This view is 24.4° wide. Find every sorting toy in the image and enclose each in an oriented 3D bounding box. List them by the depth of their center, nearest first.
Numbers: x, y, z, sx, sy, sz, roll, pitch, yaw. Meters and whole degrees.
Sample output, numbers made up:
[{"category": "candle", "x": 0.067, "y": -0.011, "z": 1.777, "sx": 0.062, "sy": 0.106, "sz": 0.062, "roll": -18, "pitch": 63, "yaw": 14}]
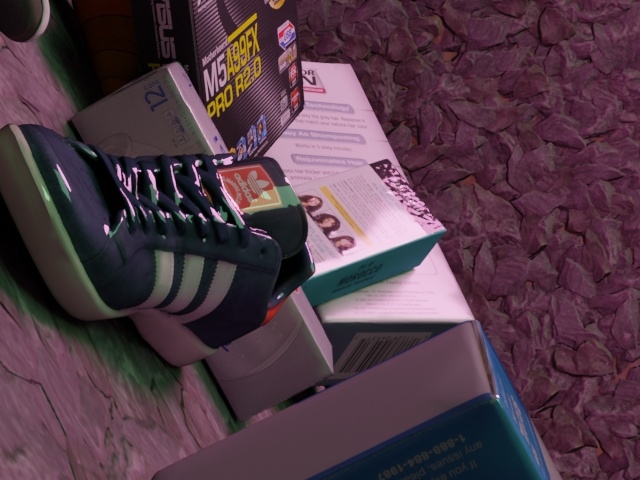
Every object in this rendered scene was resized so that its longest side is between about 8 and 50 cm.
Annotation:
[{"category": "sorting toy", "x": -0.217, "y": -0.224, "z": 1.247, "sx": 0.365, "sy": 0.127, "sz": 0.126, "roll": 47, "pitch": 44, "yaw": -66}]

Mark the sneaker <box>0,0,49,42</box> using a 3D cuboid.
[{"category": "sneaker", "x": -0.249, "y": -0.200, "z": 1.022, "sx": 0.158, "sy": 0.061, "sz": 0.065, "roll": 60, "pitch": 33, "yaw": -19}]

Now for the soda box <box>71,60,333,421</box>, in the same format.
[{"category": "soda box", "x": -0.093, "y": -0.001, "z": 1.224, "sx": 0.286, "sy": 0.091, "sz": 0.098, "roll": 62, "pitch": 5, "yaw": -9}]

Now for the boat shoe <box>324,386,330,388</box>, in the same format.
[{"category": "boat shoe", "x": -0.011, "y": 0.060, "z": 1.672, "sx": 0.110, "sy": 0.122, "sz": 0.341, "roll": 16, "pitch": 29, "yaw": -27}]

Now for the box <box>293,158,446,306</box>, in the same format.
[{"category": "box", "x": 0.000, "y": 0.000, "z": 1.398, "sx": 0.244, "sy": 0.060, "sz": 0.100, "roll": -18, "pitch": 62, "yaw": -43}]

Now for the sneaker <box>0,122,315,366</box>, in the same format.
[{"category": "sneaker", "x": -0.096, "y": -0.017, "z": 0.986, "sx": 0.131, "sy": 0.148, "sz": 0.350, "roll": 65, "pitch": 6, "yaw": 17}]

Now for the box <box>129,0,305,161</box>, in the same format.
[{"category": "box", "x": -0.088, "y": -0.177, "z": 1.380, "sx": 0.270, "sy": 0.060, "sz": 0.216, "roll": -55, "pitch": 146, "yaw": -59}]

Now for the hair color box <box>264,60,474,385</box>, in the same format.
[{"category": "hair color box", "x": -0.005, "y": -0.028, "z": 1.560, "sx": 0.185, "sy": 0.113, "sz": 0.374, "roll": 2, "pitch": 49, "yaw": -32}]

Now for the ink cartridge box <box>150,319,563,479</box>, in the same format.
[{"category": "ink cartridge box", "x": 0.064, "y": 0.238, "z": 0.858, "sx": 0.307, "sy": 0.223, "sz": 0.129, "roll": 61, "pitch": 7, "yaw": -15}]
